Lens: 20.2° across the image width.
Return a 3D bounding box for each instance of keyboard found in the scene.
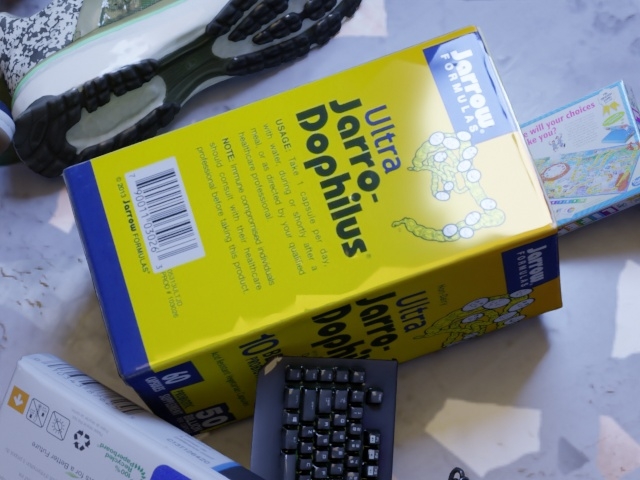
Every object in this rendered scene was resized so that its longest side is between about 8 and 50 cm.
[{"bbox_3d":[0.036,0.251,1.431,0.201,0.033,0.317,3,92,-21],"label":"keyboard"}]

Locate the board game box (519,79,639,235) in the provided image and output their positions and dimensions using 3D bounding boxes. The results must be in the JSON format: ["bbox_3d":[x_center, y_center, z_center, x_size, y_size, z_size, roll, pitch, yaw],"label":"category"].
[{"bbox_3d":[0.213,-0.062,1.571,0.154,0.026,0.103,-23,68,24],"label":"board game box"}]

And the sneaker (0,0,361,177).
[{"bbox_3d":[-0.128,-0.233,1.625,0.410,0.158,0.182,-30,63,-12],"label":"sneaker"}]

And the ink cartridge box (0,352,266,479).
[{"bbox_3d":[-0.162,0.293,1.413,0.303,0.072,0.307,27,105,22],"label":"ink cartridge box"}]

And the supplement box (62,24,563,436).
[{"bbox_3d":[0.000,0.000,1.481,0.356,0.194,0.195,-20,67,1],"label":"supplement box"}]

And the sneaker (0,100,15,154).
[{"bbox_3d":[-0.363,-0.163,1.587,0.282,0.099,0.153,10,66,32],"label":"sneaker"}]
